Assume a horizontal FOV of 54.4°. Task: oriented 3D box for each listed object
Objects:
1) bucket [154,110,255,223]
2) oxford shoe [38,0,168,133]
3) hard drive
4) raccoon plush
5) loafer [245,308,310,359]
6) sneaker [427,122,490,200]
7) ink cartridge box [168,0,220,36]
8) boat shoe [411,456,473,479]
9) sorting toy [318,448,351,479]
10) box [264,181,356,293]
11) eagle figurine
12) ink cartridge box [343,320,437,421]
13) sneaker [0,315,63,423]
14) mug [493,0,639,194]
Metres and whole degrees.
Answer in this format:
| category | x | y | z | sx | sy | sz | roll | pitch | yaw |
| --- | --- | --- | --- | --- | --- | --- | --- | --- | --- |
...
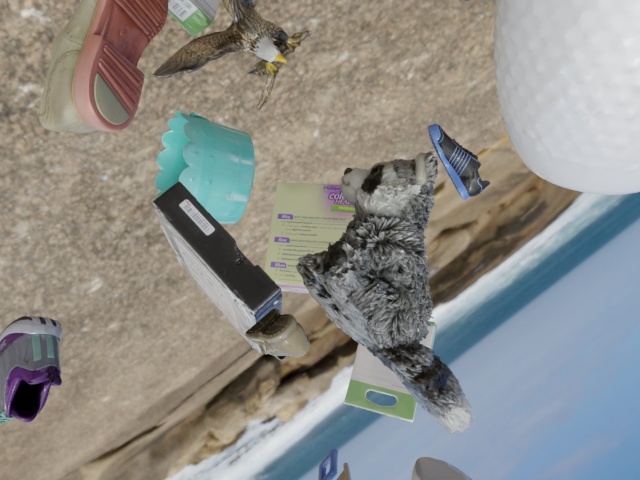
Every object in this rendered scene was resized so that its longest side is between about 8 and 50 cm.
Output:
| category | x | y | z | sx | sy | sz | roll | pitch | yaw |
| --- | --- | --- | --- | --- | --- | --- | --- | --- | --- |
| bucket | -0.291 | -0.168 | 1.547 | 0.183 | 0.281 | 0.281 | 7 | 141 | -28 |
| oxford shoe | -0.351 | -0.346 | 0.989 | 0.146 | 0.397 | 0.140 | -3 | 150 | 22 |
| hard drive | -0.163 | 0.064 | 1.055 | 0.064 | 0.237 | 0.339 | -41 | 168 | -15 |
| raccoon plush | 0.169 | 0.066 | 1.090 | 0.299 | 0.446 | 0.216 | -42 | -168 | -16 |
| loafer | -0.054 | 0.121 | 0.774 | 0.056 | 0.050 | 0.148 | -40 | -172 | -13 |
| sneaker | 0.377 | -0.227 | 1.701 | 0.090 | 0.232 | 0.081 | -29 | -169 | 9 |
| ink cartridge box | -0.261 | -0.534 | 1.292 | 0.062 | 0.209 | 0.109 | -24 | 132 | 32 |
| boat shoe | 0.214 | 0.503 | 1.018 | 0.367 | 0.135 | 0.157 | -126 | -125 | -78 |
| sorting toy | 0.025 | 0.541 | 1.142 | 0.196 | 0.047 | 0.348 | -61 | -168 | 13 |
| box | 0.000 | 0.000 | 1.438 | 0.213 | 0.243 | 0.117 | 3 | 168 | 18 |
| eagle figurine | -0.150 | -0.378 | 1.133 | 0.225 | 0.227 | 0.298 | 4 | -179 | 36 |
| ink cartridge box | 0.166 | 0.290 | 1.465 | 0.056 | 0.171 | 0.235 | 55 | 49 | -66 |
| sneaker | -0.376 | 0.187 | 0.730 | 0.083 | 0.098 | 0.224 | 17 | 127 | -45 |
| mug | 0.368 | -0.241 | 0.678 | 0.373 | 0.276 | 0.328 | -15 | 128 | -19 |
